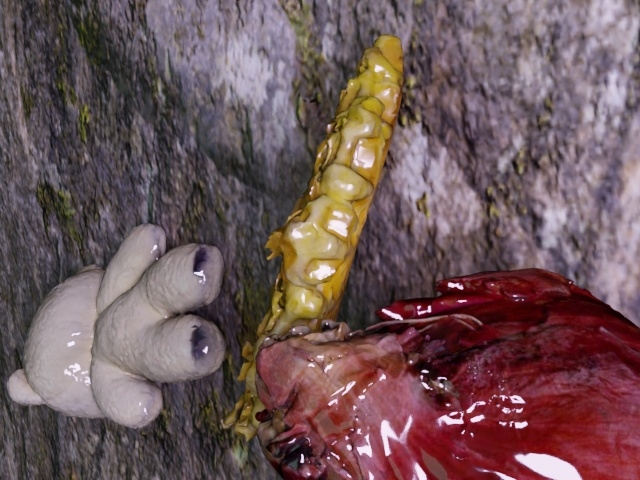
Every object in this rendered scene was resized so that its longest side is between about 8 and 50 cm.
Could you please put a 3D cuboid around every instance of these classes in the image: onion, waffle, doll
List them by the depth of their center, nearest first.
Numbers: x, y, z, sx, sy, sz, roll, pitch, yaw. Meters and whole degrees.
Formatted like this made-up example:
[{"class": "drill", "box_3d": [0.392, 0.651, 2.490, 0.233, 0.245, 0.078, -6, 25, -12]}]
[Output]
[{"class": "onion", "box_3d": [0.089, 0.137, 0.652, 0.281, 0.281, 0.221, -22, 53, 55]}, {"class": "waffle", "box_3d": [0.002, 0.001, 0.744, 0.052, 0.245, 0.254, 19, 135, 3]}, {"class": "doll", "box_3d": [-0.173, 0.094, 1.101, 0.278, 0.175, 0.149, -16, 127, 47]}]
